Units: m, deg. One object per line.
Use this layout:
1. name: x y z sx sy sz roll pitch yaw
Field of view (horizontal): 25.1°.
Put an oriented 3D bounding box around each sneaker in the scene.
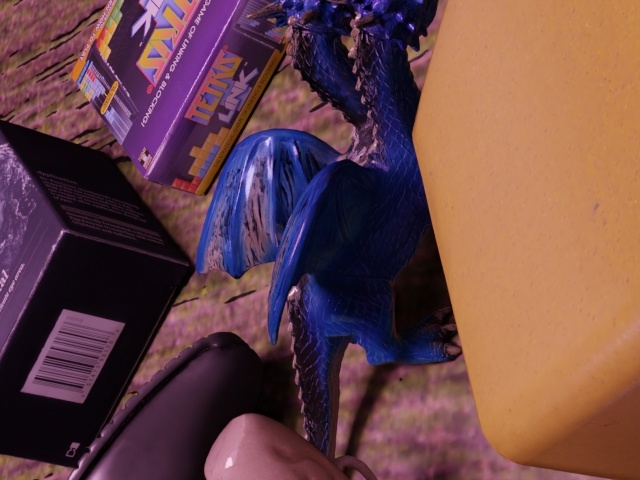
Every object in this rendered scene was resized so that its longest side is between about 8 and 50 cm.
1. sneaker: -0.088 0.209 0.717 0.146 0.122 0.330 25 77 15

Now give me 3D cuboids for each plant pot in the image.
1. plant pot: 0.144 -0.030 0.446 0.187 0.212 0.212 -51 37 41

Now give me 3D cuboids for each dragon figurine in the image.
1. dragon figurine: 0.000 0.000 0.653 0.085 0.144 0.289 38 106 50

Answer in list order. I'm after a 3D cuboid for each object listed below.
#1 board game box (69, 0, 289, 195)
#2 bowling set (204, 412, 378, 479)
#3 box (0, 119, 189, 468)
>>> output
1. board game box: -0.077 -0.135 0.875 0.170 0.048 0.141 -60 39 16
2. bowling set: -0.047 0.233 0.590 0.200 0.154 0.287 -39 21 41
3. box: -0.180 0.031 0.902 0.156 0.093 0.158 -61 39 15
